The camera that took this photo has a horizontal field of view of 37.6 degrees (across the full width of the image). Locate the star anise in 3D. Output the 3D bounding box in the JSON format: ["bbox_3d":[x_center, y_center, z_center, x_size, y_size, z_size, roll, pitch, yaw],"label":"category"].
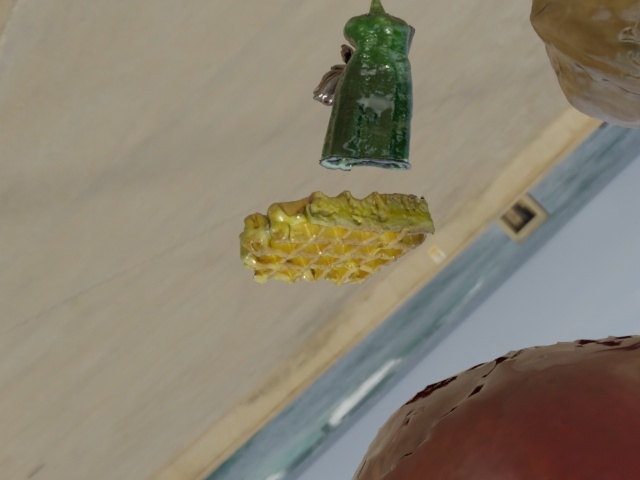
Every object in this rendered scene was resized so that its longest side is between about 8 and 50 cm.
[{"bbox_3d":[0.089,-0.320,1.794,0.231,0.209,0.089,-22,131,9],"label":"star anise"}]

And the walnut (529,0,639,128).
[{"bbox_3d":[0.411,-0.276,1.086,0.343,0.306,0.306,-8,169,1],"label":"walnut"}]

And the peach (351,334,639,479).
[{"bbox_3d":[0.160,0.254,0.421,0.339,0.417,0.353,0,164,-40],"label":"peach"}]

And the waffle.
[{"bbox_3d":[0.000,0.000,1.071,0.210,0.055,0.160,1,154,-35],"label":"waffle"}]

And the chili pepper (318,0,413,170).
[{"bbox_3d":[0.079,-0.243,1.435,0.099,0.136,0.271,24,70,-56],"label":"chili pepper"}]
